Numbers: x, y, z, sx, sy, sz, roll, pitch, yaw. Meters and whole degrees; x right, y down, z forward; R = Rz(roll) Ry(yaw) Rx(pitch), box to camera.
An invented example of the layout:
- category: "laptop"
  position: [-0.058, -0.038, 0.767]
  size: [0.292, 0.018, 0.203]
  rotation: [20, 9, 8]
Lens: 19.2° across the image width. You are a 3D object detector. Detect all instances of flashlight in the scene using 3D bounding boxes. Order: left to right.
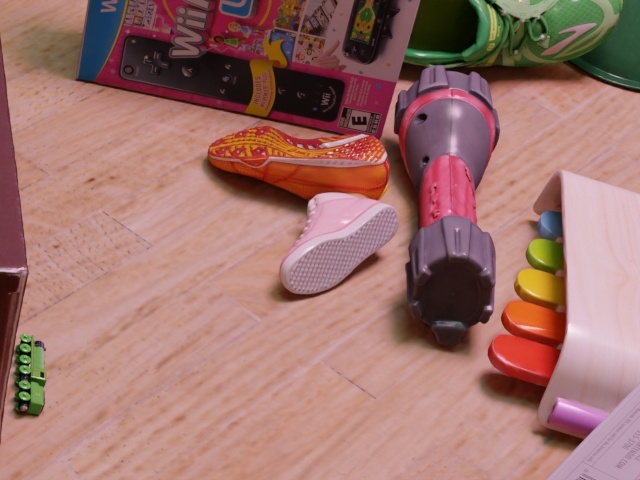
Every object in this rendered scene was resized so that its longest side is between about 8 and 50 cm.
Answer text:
- category: "flashlight"
  position: [0.117, -0.045, 1.708]
  size: [0.103, 0.103, 0.304]
  rotation: [42, 25, -22]

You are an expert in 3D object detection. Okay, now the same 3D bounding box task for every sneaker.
- category: "sneaker"
  position: [-0.023, -0.063, 1.733]
  size: [0.175, 0.067, 0.064]
  rotation: [9, 37, 20]
- category: "sneaker"
  position: [0.000, 0.000, 1.669]
  size: [0.134, 0.051, 0.070]
  rotation: [-33, 39, -33]
- category: "sneaker"
  position: [0.172, -0.216, 1.939]
  size: [0.295, 0.109, 0.123]
  rotation: [-5, 21, -11]

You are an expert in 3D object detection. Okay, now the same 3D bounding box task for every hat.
- category: "hat"
  position: [0.339, -0.289, 2.035]
  size: [0.208, 0.183, 0.173]
  rotation: [26, 39, 14]

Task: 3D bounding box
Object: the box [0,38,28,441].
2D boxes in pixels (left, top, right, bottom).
- category: "box"
  position: [-0.317, -0.030, 1.481]
  size: [0.143, 0.191, 0.381]
  rotation: [2, 40, -17]

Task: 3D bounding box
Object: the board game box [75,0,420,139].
- category: "board game box"
  position: [-0.064, -0.233, 1.797]
  size: [0.303, 0.224, 0.097]
  rotation: [12, 39, -3]

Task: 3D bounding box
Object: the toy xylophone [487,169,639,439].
- category: "toy xylophone"
  position: [0.280, 0.058, 1.657]
  size: [0.236, 0.081, 0.322]
  rotation: [22, 37, 0]

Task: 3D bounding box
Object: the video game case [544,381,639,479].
- category: "video game case"
  position: [0.321, 0.208, 1.391]
  size: [0.300, 0.036, 0.329]
  rotation: [24, 51, 37]

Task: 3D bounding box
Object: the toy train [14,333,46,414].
- category: "toy train"
  position: [-0.226, 0.104, 1.481]
  size: [0.024, 0.017, 0.083]
  rotation: [14, 36, -18]
